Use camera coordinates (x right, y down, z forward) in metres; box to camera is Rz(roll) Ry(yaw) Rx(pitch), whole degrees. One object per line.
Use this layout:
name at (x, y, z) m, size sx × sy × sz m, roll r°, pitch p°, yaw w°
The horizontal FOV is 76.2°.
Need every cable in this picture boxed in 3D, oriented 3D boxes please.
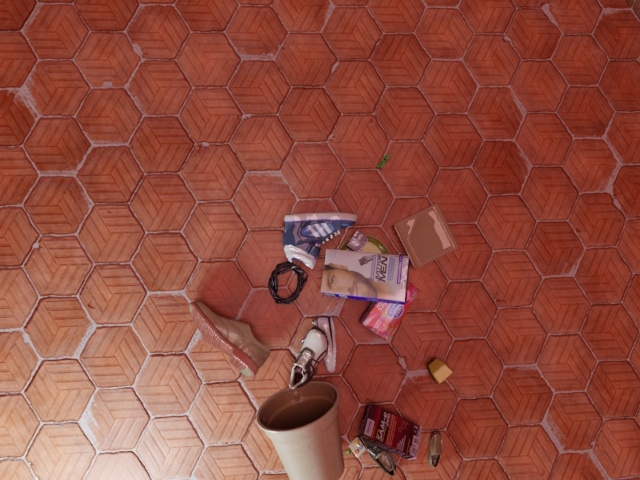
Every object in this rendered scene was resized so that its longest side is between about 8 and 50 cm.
cable at (-0.149, 0.184, 1.742) m, size 0.150 × 0.047 × 0.185 m, roll 31°, pitch 85°, yaw -1°

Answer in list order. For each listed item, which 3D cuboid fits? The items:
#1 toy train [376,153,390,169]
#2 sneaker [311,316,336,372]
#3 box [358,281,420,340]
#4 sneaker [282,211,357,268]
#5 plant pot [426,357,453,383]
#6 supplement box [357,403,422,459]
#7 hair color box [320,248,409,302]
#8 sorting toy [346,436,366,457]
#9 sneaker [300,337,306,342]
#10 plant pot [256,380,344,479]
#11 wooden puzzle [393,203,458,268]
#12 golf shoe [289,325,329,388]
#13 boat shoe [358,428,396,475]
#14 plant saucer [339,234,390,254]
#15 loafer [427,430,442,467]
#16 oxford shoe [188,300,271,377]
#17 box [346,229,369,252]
toy train at (0.282, -0.351, 1.829) m, size 0.023 × 0.017 × 0.083 m, roll 39°, pitch 84°, yaw -11°
sneaker at (0.019, 0.436, 1.710) m, size 0.094 × 0.090 × 0.235 m, roll -5°, pitch 91°, yaw -3°
box at (0.289, 0.277, 1.726) m, size 0.128 × 0.122 × 0.257 m, roll 36°, pitch 84°, yaw 0°
sneaker at (0.000, 0.000, 1.738) m, size 0.322 × 0.130 × 0.237 m, roll -2°, pitch 95°, yaw -9°
plant pot at (0.501, 0.550, 1.744) m, size 0.081 × 0.081 × 0.083 m, roll -38°, pitch 78°, yaw -6°
supplement box at (0.288, 0.791, 1.687) m, size 0.239 × 0.073 × 0.130 m, roll 24°, pitch 54°, yaw -2°
hair color box at (0.183, 0.146, 1.652) m, size 0.338 × 0.110 × 0.185 m, roll 4°, pitch 76°, yaw 16°
sorting toy at (0.145, 0.877, 1.711) m, size 0.083 × 0.012 × 0.062 m, roll -51°, pitch 61°, yaw 9°
sneaker at (-0.043, 0.428, 1.738) m, size 0.083 × 0.031 × 0.035 m, roll -14°, pitch 87°, yaw -5°
plant pot at (-0.049, 0.773, 1.590) m, size 0.333 × 0.334 × 0.306 m, roll -15°, pitch 98°, yaw -5°
wooden puzzle at (0.465, -0.019, 1.806) m, size 0.238 × 0.044 × 0.221 m, roll -25°, pitch 87°, yaw -10°
golf shoe at (-0.047, 0.479, 1.641) m, size 0.105 × 0.120 × 0.273 m, roll 24°, pitch 107°, yaw 20°
boat shoe at (0.243, 0.877, 1.701) m, size 0.080 × 0.073 × 0.224 m, roll -37°, pitch 88°, yaw -3°
plant saucer at (0.186, 0.097, 1.777) m, size 0.240 × 0.037 × 0.241 m, roll 0°, pitch 85°, yaw -3°
loafer at (0.491, 0.889, 1.729) m, size 0.056 × 0.050 × 0.148 m, roll 7°, pitch 85°, yaw -3°
oxford shoe at (-0.379, 0.381, 1.691) m, size 0.397 × 0.140 × 0.146 m, roll 44°, pitch 53°, yaw 5°
box at (0.159, 0.006, 1.754) m, size 0.067 × 0.018 × 0.083 m, roll 38°, pitch 84°, yaw 0°
